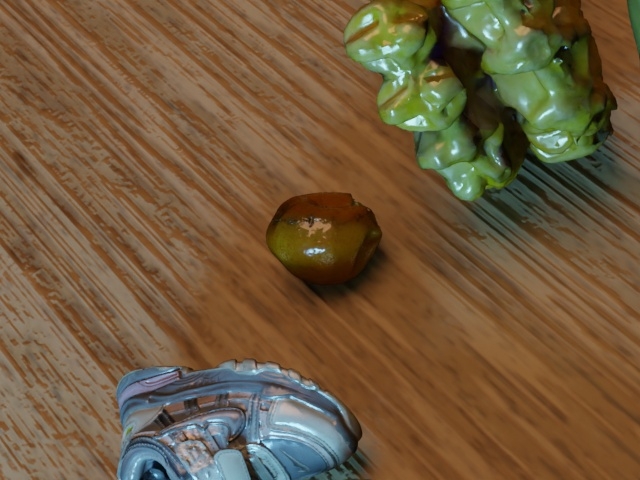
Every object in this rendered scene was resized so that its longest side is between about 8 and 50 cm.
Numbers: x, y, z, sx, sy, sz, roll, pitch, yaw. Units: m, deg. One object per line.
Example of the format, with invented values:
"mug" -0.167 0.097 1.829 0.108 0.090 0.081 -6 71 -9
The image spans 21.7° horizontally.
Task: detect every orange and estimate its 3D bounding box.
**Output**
"orange" 0.000 0.000 1.190 0.086 0.062 0.086 4 14 -1

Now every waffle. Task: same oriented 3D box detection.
"waffle" 0.098 -0.183 1.169 0.151 0.261 0.324 -22 43 16

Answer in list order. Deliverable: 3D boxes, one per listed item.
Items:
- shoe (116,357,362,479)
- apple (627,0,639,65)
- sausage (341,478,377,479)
"shoe" -0.065 0.136 1.085 0.180 0.089 0.092 0 51 27
"apple" 0.355 -0.120 0.948 0.357 0.357 0.357 -12 48 14
"sausage" 0.091 0.193 0.979 0.264 0.083 0.083 13 58 34
